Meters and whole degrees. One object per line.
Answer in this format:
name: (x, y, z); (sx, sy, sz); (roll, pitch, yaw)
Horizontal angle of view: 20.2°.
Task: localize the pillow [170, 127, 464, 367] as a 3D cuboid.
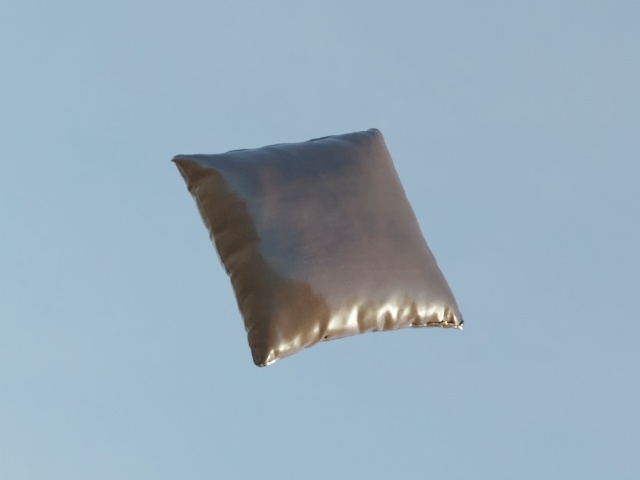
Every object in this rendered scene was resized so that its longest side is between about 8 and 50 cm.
pillow: (0.000, 0.000, 2.247); (0.108, 0.308, 0.305); (-56, -130, 51)
